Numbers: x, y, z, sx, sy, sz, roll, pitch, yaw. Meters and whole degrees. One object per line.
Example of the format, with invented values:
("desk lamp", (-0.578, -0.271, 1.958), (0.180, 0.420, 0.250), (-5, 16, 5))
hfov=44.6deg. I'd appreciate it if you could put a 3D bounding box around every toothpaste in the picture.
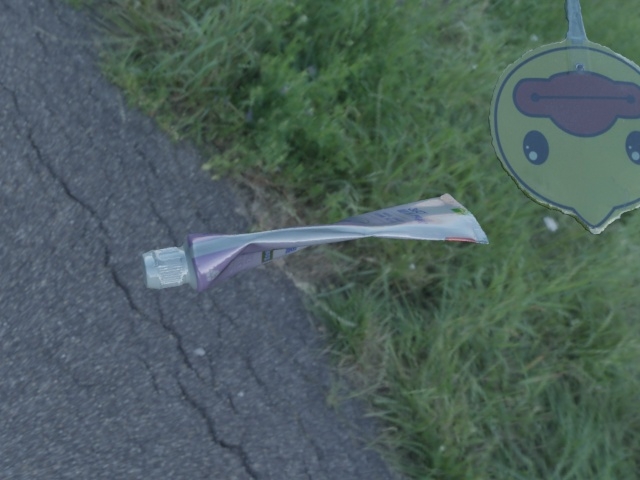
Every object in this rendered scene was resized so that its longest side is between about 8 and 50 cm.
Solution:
("toothpaste", (0.000, 0.000, 0.663), (0.301, 0.075, 0.048), (-10, 101, -21))

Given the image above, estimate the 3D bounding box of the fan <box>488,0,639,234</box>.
("fan", (0.302, -0.171, 0.908), (0.230, 0.011, 0.334), (-1, 79, -8))
